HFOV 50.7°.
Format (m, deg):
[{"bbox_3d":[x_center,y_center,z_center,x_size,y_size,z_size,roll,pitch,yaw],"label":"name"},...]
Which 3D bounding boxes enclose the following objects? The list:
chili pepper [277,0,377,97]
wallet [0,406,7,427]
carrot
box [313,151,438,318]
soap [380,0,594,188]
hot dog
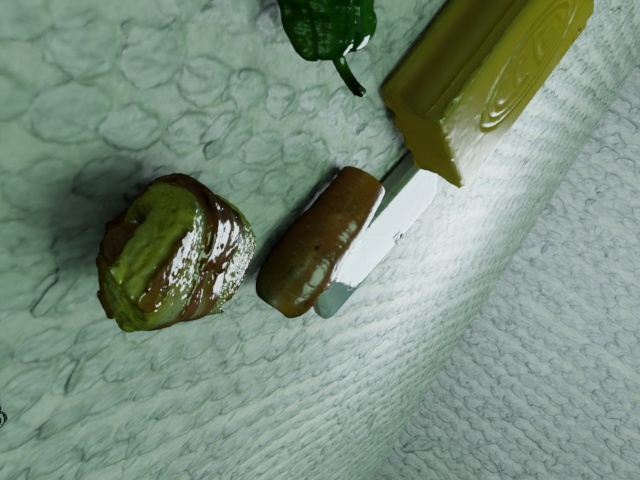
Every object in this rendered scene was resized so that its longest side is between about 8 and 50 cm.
[{"bbox_3d":[0.003,-0.216,0.462,0.074,0.100,0.257,-51,156,-23],"label":"chili pepper"},{"bbox_3d":[-0.329,0.109,0.335,0.323,0.041,0.247,-27,146,-37],"label":"wallet"},{"bbox_3d":[0.000,0.000,0.795,0.193,0.087,0.087,-54,158,-5],"label":"carrot"},{"bbox_3d":[0.081,-0.017,0.988,0.285,0.044,0.142,-47,153,-18],"label":"box"},{"bbox_3d":[0.225,-0.241,0.859,0.324,0.096,0.204,-53,152,-5],"label":"soap"},{"bbox_3d":[-0.124,0.009,0.547,0.123,0.093,0.261,-63,173,-2],"label":"hot dog"}]
